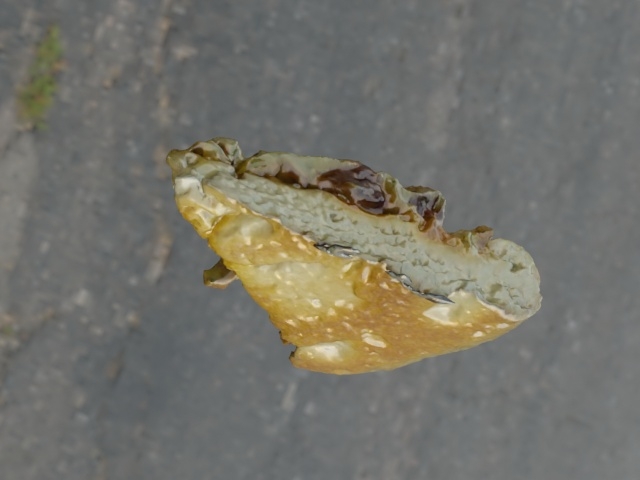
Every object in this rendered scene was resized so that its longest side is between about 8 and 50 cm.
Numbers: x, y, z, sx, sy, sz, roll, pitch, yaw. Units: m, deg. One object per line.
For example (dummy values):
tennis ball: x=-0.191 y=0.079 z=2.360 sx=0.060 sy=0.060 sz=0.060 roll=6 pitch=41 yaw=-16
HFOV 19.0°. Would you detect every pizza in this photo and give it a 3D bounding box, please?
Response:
pizza: x=0.001 y=-0.001 z=0.947 sx=0.194 sy=0.154 sz=0.069 roll=36 pitch=56 yaw=-30
